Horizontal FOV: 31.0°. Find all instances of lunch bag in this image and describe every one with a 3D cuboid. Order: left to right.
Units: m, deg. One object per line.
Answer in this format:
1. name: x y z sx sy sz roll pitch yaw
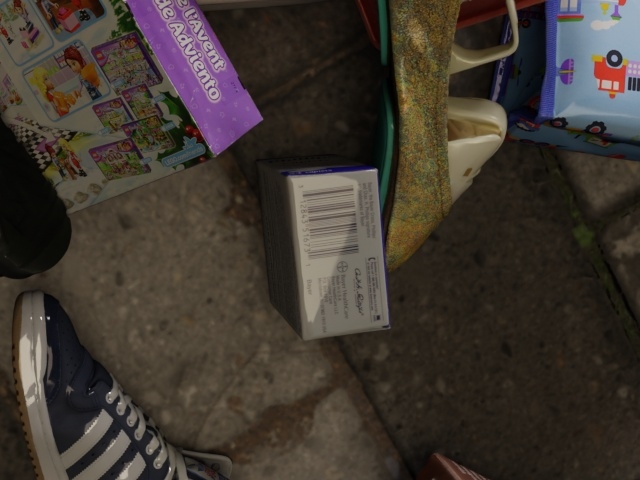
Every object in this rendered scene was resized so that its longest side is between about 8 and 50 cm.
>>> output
1. lunch bag: 0.275 -0.218 0.951 0.221 0.138 0.293 8 88 -11

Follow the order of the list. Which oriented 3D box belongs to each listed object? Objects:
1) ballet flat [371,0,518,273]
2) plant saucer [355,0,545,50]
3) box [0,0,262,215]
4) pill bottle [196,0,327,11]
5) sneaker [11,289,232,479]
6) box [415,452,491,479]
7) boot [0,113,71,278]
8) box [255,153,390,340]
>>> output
1. ballet flat: 0.091 -0.124 0.873 0.123 0.123 0.349 -8 120 -11
2. plant saucer: 0.109 -0.298 0.862 0.048 0.258 0.259 -40 112 -49
3. box: -0.196 -0.117 0.782 0.057 0.293 0.201 -44 110 -43
4. pill bottle: -0.085 -0.344 0.795 0.210 0.210 0.363 -6 100 -12
5. sneaker: -0.149 0.161 0.921 0.153 0.099 0.282 -11 108 -6
6. box: 0.239 0.336 0.939 0.381 0.191 0.143 27 93 -13
7. boot: -0.308 -0.059 0.793 0.246 0.207 0.094 60 40 -23
8. box: 0.000 0.000 0.908 0.072 0.137 0.126 -7 101 -12
